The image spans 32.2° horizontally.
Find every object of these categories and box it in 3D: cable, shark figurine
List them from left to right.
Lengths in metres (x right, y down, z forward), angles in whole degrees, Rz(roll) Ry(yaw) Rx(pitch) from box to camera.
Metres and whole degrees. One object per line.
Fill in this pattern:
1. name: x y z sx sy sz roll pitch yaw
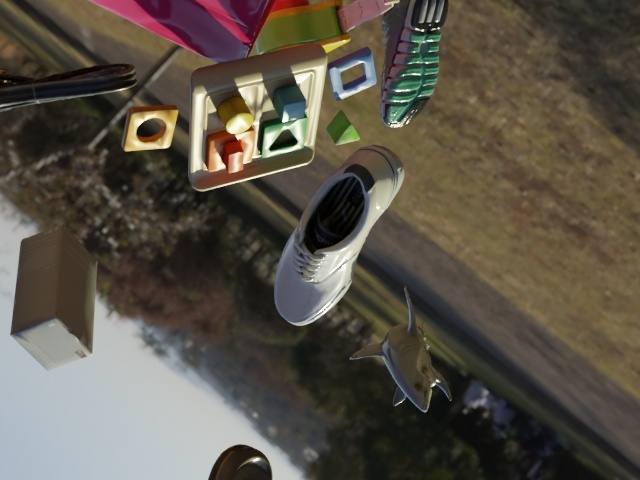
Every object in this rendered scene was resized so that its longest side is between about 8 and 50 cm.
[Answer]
1. cable: -0.381 -0.200 1.385 0.139 0.287 0.072 -62 -37 -71
2. shark figurine: 0.102 0.161 1.549 0.278 0.116 0.166 41 -148 -80

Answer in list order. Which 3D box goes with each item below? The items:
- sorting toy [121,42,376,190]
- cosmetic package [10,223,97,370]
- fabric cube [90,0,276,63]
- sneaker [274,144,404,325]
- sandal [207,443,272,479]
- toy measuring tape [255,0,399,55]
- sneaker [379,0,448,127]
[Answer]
1. sorting toy: -0.079 -0.146 1.413 0.196 0.347 0.047 97 151 -48
2. cosmetic package: -0.480 0.101 2.013 0.238 0.107 0.127 -94 -21 -45
3. fabric cube: -0.143 -0.402 1.329 0.258 0.254 0.259 25 160 -6
4. sneaker: 0.000 0.000 1.271 0.094 0.258 0.091 38 -147 18
5. sandal: -0.052 0.271 0.865 0.060 0.219 0.090 -4 163 30
6. toy measuring tape: -0.015 -0.313 1.613 0.121 0.121 0.330 43 157 -17
7. sneaker: 0.124 -0.281 1.637 0.083 0.224 0.098 -4 -146 -31
